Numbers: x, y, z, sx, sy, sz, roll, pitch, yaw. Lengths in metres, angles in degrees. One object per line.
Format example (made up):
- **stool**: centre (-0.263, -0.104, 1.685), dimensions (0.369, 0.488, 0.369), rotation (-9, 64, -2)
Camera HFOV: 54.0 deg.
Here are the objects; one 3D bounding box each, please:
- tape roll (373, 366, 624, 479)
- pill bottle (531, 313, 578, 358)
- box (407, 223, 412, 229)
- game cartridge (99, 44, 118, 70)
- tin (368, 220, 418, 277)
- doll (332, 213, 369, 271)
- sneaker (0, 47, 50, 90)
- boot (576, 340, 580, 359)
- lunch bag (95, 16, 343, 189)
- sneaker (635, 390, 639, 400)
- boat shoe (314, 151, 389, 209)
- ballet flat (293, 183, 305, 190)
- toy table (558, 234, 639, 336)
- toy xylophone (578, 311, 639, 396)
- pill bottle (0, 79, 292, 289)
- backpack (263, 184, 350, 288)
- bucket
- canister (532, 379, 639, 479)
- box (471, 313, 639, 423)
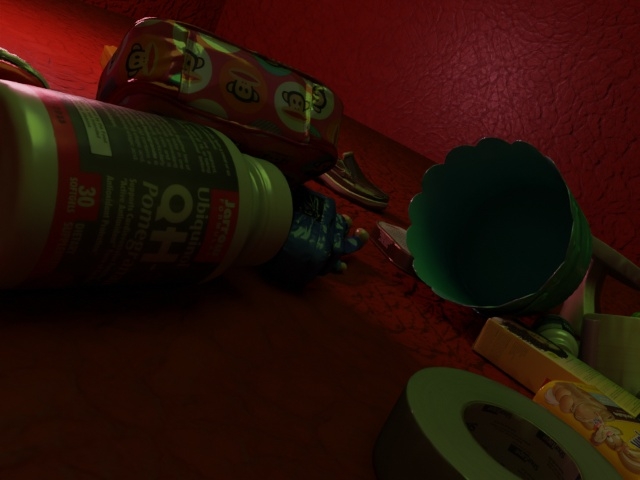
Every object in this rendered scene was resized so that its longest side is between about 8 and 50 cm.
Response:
- **tape roll**: centre (0.159, 0.205, 0.550), dimensions (0.219, 0.072, 0.219), rotation (22, 17, -7)
- **pill bottle**: centre (0.362, 0.161, 0.972), dimensions (0.067, 0.067, 0.120), rotation (28, 17, 10)
- **box**: centre (0.332, -0.030, 1.333), dimensions (0.167, 0.168, 0.203), rotation (9, 22, -40)
- **game cartridge**: centre (-0.247, -0.279, 1.203), dimensions (0.324, 0.052, 0.285), rotation (17, 17, -31)
- **tin**: centre (0.161, 0.016, 1.188), dimensions (0.106, 0.040, 0.189), rotation (21, 17, -29)
- **doll**: centre (0.000, 0.000, 0.987), dimensions (0.129, 0.046, 0.189), rotation (41, 27, 17)
- **sneaker**: centre (-0.525, -0.217, 0.868), dimensions (0.279, 0.107, 0.118), rotation (12, 39, -28)
- **boot**: centre (0.529, 0.159, 1.051), dimensions (0.247, 0.161, 0.083), rotation (16, 18, -27)
- **lunch bag**: centre (-0.144, -0.150, 0.821), dimensions (0.293, 0.120, 0.258), rotation (15, -18, -30)
- **sneaker**: centre (0.537, 0.275, 0.883), dimensions (0.237, 0.085, 0.086), rotation (22, 43, -21)
- **boat shoe**: centre (0.054, -0.163, 1.466), dimensions (0.257, 0.095, 0.095), rotation (28, 17, 11)
- **ballet flat**: centre (-0.101, -0.168, 1.351), dimensions (0.250, 0.058, 0.084), rotation (53, -4, 47)
- **toy table**: centre (0.460, 0.068, 1.174), dimensions (0.274, 0.160, 0.252), rotation (32, 6, -2)
- **toy xylophone**: centre (0.556, 0.159, 0.971), dimensions (0.323, 0.236, 0.081), rotation (18, -9, -17)
- **pill bottle**: centre (-0.181, -0.040, 0.631), dimensions (0.176, 0.176, 0.319), rotation (37, 21, 35)
- **backpack**: centre (-0.019, 0.002, 0.837), dimensions (0.101, 0.098, 0.120), rotation (23, 42, -6)
- **bucket**: centre (0.293, -0.007, 1.016), dimensions (0.281, 0.281, 0.183), rotation (39, 8, 38)
- **canister**: centre (0.328, 0.235, 0.700), dimensions (0.126, 0.073, 0.170), rotation (14, 18, -32)
- **box**: centre (0.329, 0.189, 0.861), dimensions (0.232, 0.058, 0.087), rotation (36, 20, 30)
